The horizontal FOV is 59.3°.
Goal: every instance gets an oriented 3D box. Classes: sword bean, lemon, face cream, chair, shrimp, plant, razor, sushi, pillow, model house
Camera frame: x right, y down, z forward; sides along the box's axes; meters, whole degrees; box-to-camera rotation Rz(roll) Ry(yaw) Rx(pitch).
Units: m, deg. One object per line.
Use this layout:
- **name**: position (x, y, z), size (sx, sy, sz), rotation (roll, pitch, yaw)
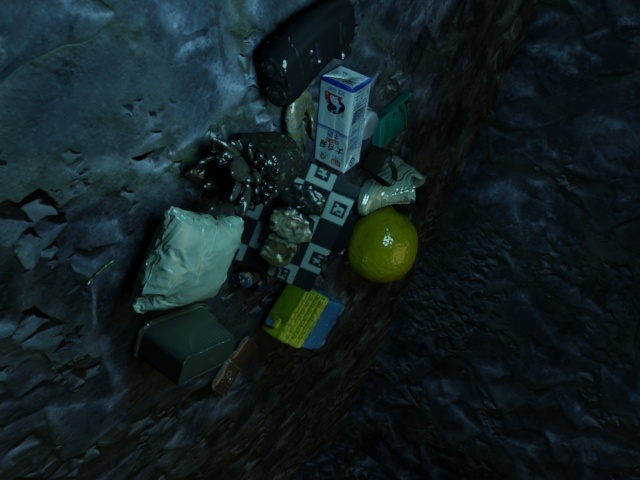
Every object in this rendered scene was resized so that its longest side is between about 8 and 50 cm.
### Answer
- **sword bean**: position (-0.514, 0.073, 1.313), size (0.083, 0.012, 0.012), rotation (-48, 154, -24)
- **lemon**: position (0.270, 0.026, 2.457), size (0.336, 0.336, 0.336), rotation (-45, 152, -32)
- **face cream**: position (0.132, -0.410, 1.939), size (0.117, 0.104, 0.117), rotation (-46, 153, -32)
- **chair**: position (0.210, -0.291, 2.161), size (0.213, 0.174, 0.149), rotation (14, 108, -55)
- **shrimp**: position (-0.058, -0.345, 1.699), size (0.145, 0.059, 0.254), rotation (-58, 154, -29)
- **plant**: position (-0.188, -0.188, 1.468), size (0.320, 0.181, 0.194), rotation (-37, 147, -51)
- **razor**: position (-0.034, -0.507, 1.492), size (0.327, 0.107, 0.189), rotation (-48, 153, -28)
- **sushi**: position (-0.088, -0.049, 1.660), size (0.100, 0.296, 0.373), rotation (-82, -162, -78)
- **pillow**: position (-0.322, 0.468, 2.107), size (0.233, 0.043, 0.126), rotation (-55, 155, -14)
- **pillow**: position (-0.337, 0.045, 1.478), size (0.309, 0.138, 0.284), rotation (-2, 118, -60)
- **model house**: position (-0.085, 0.283, 2.173), size (0.237, 0.215, 0.303), rotation (-59, 153, 0)

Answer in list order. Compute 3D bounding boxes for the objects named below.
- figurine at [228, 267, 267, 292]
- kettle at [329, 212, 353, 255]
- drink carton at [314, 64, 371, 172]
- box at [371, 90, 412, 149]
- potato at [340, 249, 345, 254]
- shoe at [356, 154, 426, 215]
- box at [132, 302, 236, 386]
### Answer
- **figurine**: position (-0.233, 0.132, 1.866), size (0.086, 0.087, 0.149), rotation (-29, 168, 26)
- **kettle**: position (-0.070, -0.049, 1.900), size (0.308, 0.262, 0.204), rotation (9, 74, -62)
- **drink carton**: position (0.066, -0.383, 1.807), size (0.106, 0.130, 0.315), rotation (-39, 150, -37)
- **box**: position (0.284, -0.474, 2.247), size (0.226, 0.042, 0.161), rotation (-45, 153, -31)
- **potato**: position (0.000, 0.000, 2.153), size (0.243, 0.098, 0.138), rotation (-16, 128, -50)
- **shoe**: position (0.304, -0.210, 2.376), size (0.342, 0.210, 0.132), rotation (-47, 154, -26)
- **box**: position (-0.380, 0.301, 1.633), size (0.274, 0.178, 0.138), rotation (-16, 132, -57)
